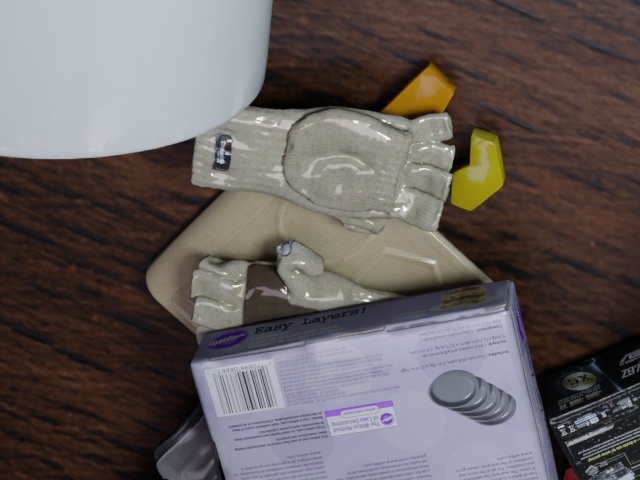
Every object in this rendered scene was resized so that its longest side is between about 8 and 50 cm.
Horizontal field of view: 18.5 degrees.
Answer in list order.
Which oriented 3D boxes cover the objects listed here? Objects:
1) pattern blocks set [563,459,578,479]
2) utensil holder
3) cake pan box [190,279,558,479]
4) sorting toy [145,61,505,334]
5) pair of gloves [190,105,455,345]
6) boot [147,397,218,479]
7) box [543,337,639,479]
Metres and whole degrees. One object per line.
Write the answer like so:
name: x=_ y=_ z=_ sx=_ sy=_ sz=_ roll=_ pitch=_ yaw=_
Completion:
pattern blocks set: x=0.168 y=0.346 z=1.716 sx=0.285 sy=0.026 sz=0.325 roll=-13 pitch=113 yaw=16
utensil holder: x=-0.176 y=-0.288 z=1.301 sx=0.327 sy=0.327 sz=0.385 roll=7 pitch=118 yaw=7
cake pan box: x=0.047 y=0.172 z=1.539 sx=0.266 sy=0.070 sz=0.246 roll=-12 pitch=108 yaw=12
sorting toy: x=0.036 y=0.009 z=1.571 sx=0.229 sy=0.041 sz=0.307 roll=44 pitch=114 yaw=-8
pair of gloves: x=0.000 y=0.000 z=1.526 sx=0.204 sy=0.042 sz=0.240 roll=4 pitch=120 yaw=4
boot: x=-0.082 y=0.305 z=1.705 sx=0.222 sy=0.118 sz=0.338 roll=23 pitch=107 yaw=2
box: x=0.289 y=0.150 z=1.559 sx=0.180 sy=0.077 sz=0.147 roll=-25 pitch=109 yaw=13
